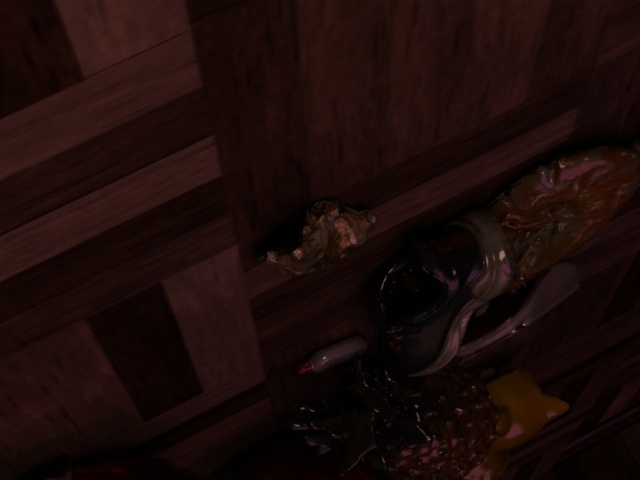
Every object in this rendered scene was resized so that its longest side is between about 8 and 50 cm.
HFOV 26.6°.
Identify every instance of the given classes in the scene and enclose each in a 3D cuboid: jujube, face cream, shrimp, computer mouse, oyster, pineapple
[{"bbox_3d":[-0.005,0.324,1.679,0.197,0.197,0.290,-36,166,18],"label":"jujube"},{"bbox_3d":[0.010,0.125,1.451,0.083,0.021,0.040,-20,161,-26],"label":"face cream"},{"bbox_3d":[0.208,-0.009,1.355,0.154,0.062,0.294,-3,147,-28],"label":"shrimp"},{"bbox_3d":[0.219,0.074,1.537,0.126,0.056,0.245,-34,175,29],"label":"computer mouse"},{"bbox_3d":[0.000,0.000,1.121,0.121,0.045,0.146,-36,165,-27],"label":"oyster"},{"bbox_3d":[0.079,0.200,1.553,0.169,0.169,0.340,-37,154,19],"label":"pineapple"}]

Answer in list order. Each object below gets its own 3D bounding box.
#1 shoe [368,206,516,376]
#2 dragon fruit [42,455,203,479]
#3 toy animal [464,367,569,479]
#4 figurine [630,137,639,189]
[{"bbox_3d":[0.093,0.055,1.303,0.112,0.099,0.227,-5,146,-36],"label":"shoe"},{"bbox_3d":[-0.213,0.360,1.342,0.295,0.295,0.302,-1,127,-53],"label":"dragon fruit"},{"bbox_3d":[0.237,0.271,1.956,0.156,0.156,0.230,-15,159,-35],"label":"toy animal"},{"bbox_3d":[0.332,-0.096,1.329,0.047,0.060,0.106,16,134,-14],"label":"figurine"}]
